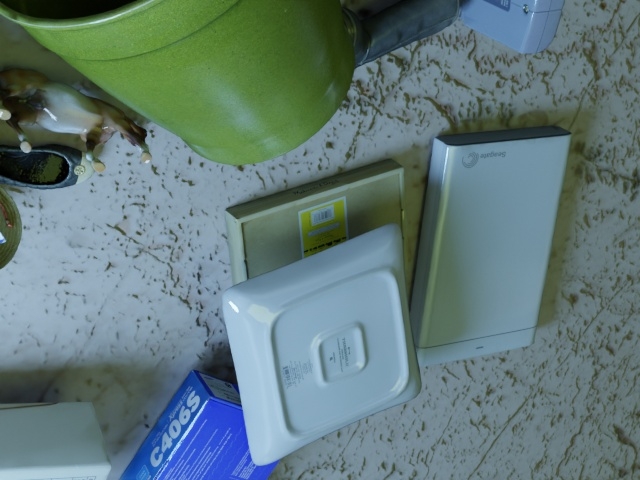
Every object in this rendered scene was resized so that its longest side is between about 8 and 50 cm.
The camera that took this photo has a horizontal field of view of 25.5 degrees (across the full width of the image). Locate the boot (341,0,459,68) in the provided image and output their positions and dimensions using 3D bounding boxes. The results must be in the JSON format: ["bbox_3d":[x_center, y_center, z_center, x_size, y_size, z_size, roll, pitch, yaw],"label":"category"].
[{"bbox_3d":[0.090,-0.280,1.811,0.209,0.189,0.076,-21,85,-15],"label":"boot"}]

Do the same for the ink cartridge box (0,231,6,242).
[{"bbox_3d":[-0.481,-0.062,1.522,0.223,0.045,0.224,-14,131,23],"label":"ink cartridge box"}]

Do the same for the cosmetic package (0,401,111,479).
[{"bbox_3d":[-0.431,0.289,1.722,0.309,0.113,0.160,2,133,-31],"label":"cosmetic package"}]

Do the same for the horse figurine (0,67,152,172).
[{"bbox_3d":[-0.304,-0.142,1.627,0.263,0.174,0.066,14,113,-23],"label":"horse figurine"}]

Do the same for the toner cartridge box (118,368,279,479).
[{"bbox_3d":[-0.193,0.354,1.945,0.165,0.075,0.347,26,104,-36],"label":"toner cartridge box"}]

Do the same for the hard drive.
[{"bbox_3d":[0.250,0.009,2.117,0.233,0.047,0.353,-8,116,-31],"label":"hard drive"}]

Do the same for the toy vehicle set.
[{"bbox_3d":[0.000,0.000,1.955,0.267,0.035,0.166,-18,121,-25],"label":"toy vehicle set"}]

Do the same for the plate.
[{"bbox_3d":[0.017,0.146,1.887,0.278,0.045,0.277,-21,119,-24],"label":"plate"}]

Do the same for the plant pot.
[{"bbox_3d":[-0.130,-0.274,1.567,0.366,0.366,0.353,-46,140,-6],"label":"plant pot"}]

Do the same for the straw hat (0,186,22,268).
[{"bbox_3d":[-0.424,-0.008,1.651,0.144,0.144,0.061,9,147,-36],"label":"straw hat"}]

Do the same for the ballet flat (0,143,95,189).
[{"bbox_3d":[-0.346,-0.085,1.677,0.173,0.049,0.057,0,107,-34],"label":"ballet flat"}]

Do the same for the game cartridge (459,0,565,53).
[{"bbox_3d":[0.252,-0.402,1.822,0.062,0.198,0.297,-13,119,-28],"label":"game cartridge"}]
